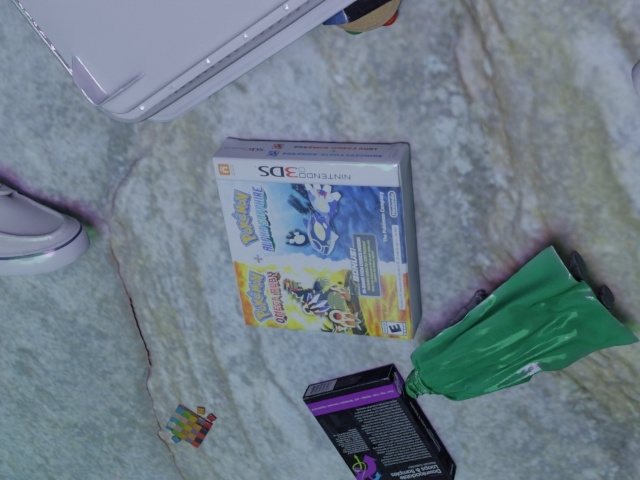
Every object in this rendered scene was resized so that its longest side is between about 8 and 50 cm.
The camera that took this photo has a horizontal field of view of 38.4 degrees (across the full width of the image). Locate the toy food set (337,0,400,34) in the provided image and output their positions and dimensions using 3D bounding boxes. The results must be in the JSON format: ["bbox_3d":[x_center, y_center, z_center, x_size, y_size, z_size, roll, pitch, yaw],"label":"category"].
[{"bbox_3d":[0.031,-0.214,0.775,0.082,0.020,0.083,26,126,1],"label":"toy food set"}]

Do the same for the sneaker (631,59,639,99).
[{"bbox_3d":[0.389,-0.080,0.676,0.321,0.126,0.127,27,132,-13],"label":"sneaker"}]

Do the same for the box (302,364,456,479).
[{"bbox_3d":[0.068,0.220,1.045,0.116,0.029,0.162,-19,113,29],"label":"box"}]

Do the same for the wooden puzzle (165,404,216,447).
[{"bbox_3d":[-0.165,0.232,1.148,0.049,0.006,0.083,30,127,-2],"label":"wooden puzzle"}]

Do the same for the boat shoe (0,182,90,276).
[{"bbox_3d":[-0.378,-0.033,0.999,0.267,0.096,0.088,13,130,21],"label":"boat shoe"}]

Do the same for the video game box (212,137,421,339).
[{"bbox_3d":[0.000,0.000,0.912,0.187,0.048,0.205,4,123,20],"label":"video game box"}]

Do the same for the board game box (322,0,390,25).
[{"bbox_3d":[0.029,-0.298,0.641,0.042,0.165,0.243,26,146,60],"label":"board game box"}]

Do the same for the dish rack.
[{"bbox_3d":[-0.133,-0.232,0.636,0.332,0.072,0.285,-23,109,41],"label":"dish rack"}]

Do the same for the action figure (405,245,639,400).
[{"bbox_3d":[0.172,0.098,0.906,0.232,0.063,0.137,-34,108,30],"label":"action figure"}]
